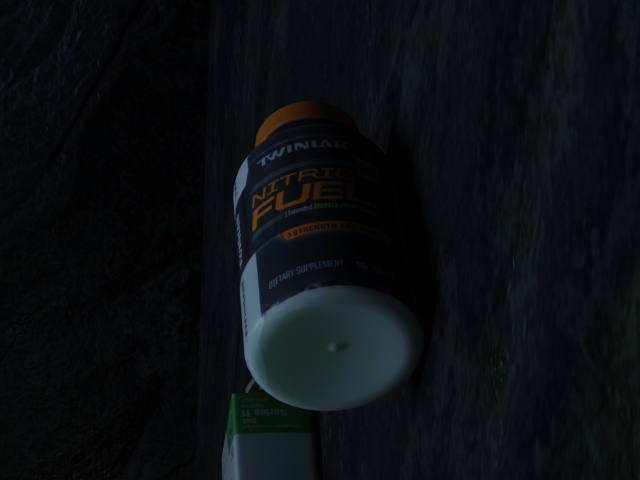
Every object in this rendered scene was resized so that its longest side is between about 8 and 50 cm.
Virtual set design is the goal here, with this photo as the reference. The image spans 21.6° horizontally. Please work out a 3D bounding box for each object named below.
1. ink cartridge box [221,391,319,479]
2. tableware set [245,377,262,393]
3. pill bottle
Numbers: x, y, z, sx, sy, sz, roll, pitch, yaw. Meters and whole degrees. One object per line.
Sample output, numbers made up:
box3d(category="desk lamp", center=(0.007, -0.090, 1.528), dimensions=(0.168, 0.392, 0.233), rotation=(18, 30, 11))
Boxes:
box3d(category="ink cartridge box", center=(-0.051, 0.280, 1.702), dimensions=(0.153, 0.087, 0.208), rotation=(102, 166, -54))
box3d(category="tableware set", center=(-0.060, 0.144, 1.957), dimensions=(0.194, 0.039, 0.128), rotation=(-174, 86, -81))
box3d(category="pill bottle", center=(0.000, 0.000, 1.270), dimensions=(0.245, 0.131, 0.130), rotation=(-98, 13, -48))
